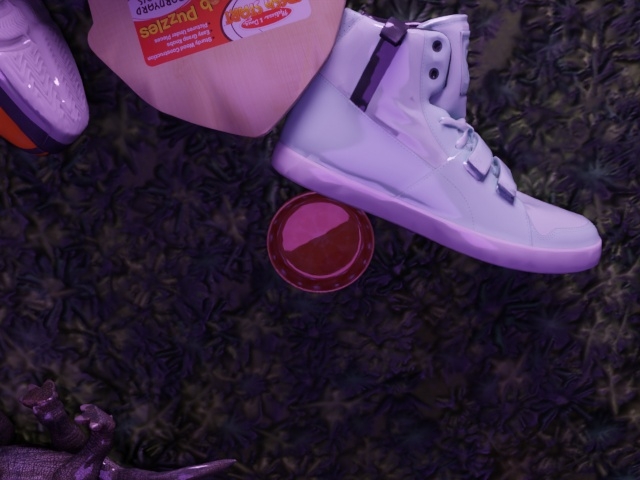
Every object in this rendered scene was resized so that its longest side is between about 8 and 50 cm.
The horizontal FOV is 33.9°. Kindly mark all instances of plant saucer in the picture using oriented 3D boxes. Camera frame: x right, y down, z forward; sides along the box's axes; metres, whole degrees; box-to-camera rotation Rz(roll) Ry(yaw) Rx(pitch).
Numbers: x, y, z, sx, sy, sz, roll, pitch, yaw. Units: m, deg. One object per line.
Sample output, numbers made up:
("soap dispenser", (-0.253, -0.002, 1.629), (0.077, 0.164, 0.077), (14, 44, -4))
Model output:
("plant saucer", (0.000, 0.000, 0.815), (0.084, 0.013, 0.083), (-1, 109, -2))

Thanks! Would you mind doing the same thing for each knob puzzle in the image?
("knob puzzle", (-0.069, -0.164, 0.731), (0.213, 0.030, 0.213), (0, 92, 7))

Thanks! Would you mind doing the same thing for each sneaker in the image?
("sneaker", (-0.313, -0.152, 0.713), (0.180, 0.124, 0.321), (-40, 95, 16))
("sneaker", (0.109, -0.075, 0.749), (0.256, 0.094, 0.151), (20, 105, -9))

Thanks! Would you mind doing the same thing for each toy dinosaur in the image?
("toy dinosaur", (-0.219, 0.199, 0.845), (0.314, 0.121, 0.160), (-12, 121, -2))
